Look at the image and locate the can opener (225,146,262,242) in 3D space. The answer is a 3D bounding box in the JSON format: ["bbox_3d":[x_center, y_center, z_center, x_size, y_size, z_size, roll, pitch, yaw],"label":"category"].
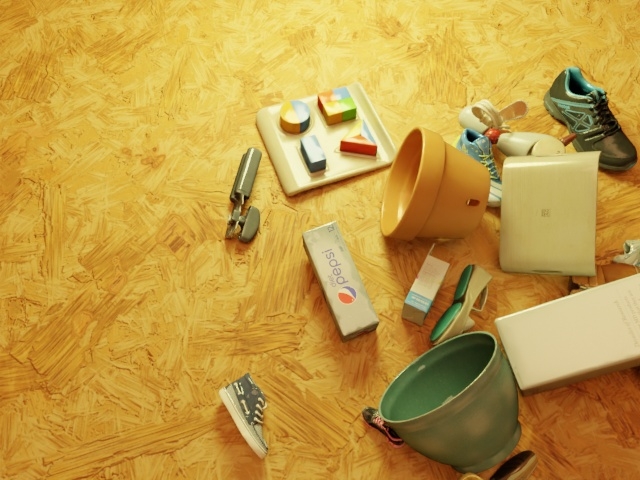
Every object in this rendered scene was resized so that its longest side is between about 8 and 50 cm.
[{"bbox_3d":[-0.202,-0.124,1.555,0.095,0.076,0.283,24,61,-21],"label":"can opener"}]

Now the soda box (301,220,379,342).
[{"bbox_3d":[0.046,0.102,1.388,0.098,0.091,0.286,-21,70,-8],"label":"soda box"}]

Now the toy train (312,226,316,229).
[{"bbox_3d":[0.000,0.000,1.494,0.017,0.023,0.083,-26,64,-10],"label":"toy train"}]

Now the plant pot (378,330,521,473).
[{"bbox_3d":[0.298,0.361,1.176,0.293,0.293,0.196,-36,94,-15],"label":"plant pot"}]

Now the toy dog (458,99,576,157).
[{"bbox_3d":[0.561,-0.296,1.527,0.334,0.220,0.161,44,83,2],"label":"toy dog"}]

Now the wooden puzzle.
[{"bbox_3d":[0.012,-0.319,1.625,0.348,0.080,0.322,-20,64,-7],"label":"wooden puzzle"}]

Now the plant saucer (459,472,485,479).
[{"bbox_3d":[0.346,0.682,1.070,0.333,0.081,0.332,31,83,16],"label":"plant saucer"}]

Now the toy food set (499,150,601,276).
[{"bbox_3d":[0.571,-0.066,1.378,0.220,0.092,0.306,2,90,33],"label":"toy food set"}]

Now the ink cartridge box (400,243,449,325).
[{"bbox_3d":[0.268,0.110,1.380,0.062,0.104,0.181,24,67,14],"label":"ink cartridge box"}]

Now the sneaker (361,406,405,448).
[{"bbox_3d":[0.145,0.419,1.255,0.119,0.057,0.047,36,72,20],"label":"sneaker"}]

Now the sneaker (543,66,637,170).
[{"bbox_3d":[0.769,-0.343,1.569,0.125,0.139,0.340,-28,66,-13],"label":"sneaker"}]

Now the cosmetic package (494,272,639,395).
[{"bbox_3d":[0.624,0.190,1.181,0.453,0.230,0.161,-20,66,14],"label":"cosmetic package"}]

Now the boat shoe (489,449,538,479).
[{"bbox_3d":[0.402,0.535,1.186,0.190,0.068,0.072,-40,80,-4],"label":"boat shoe"}]

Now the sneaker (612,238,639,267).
[{"bbox_3d":[0.834,0.016,1.424,0.191,0.071,0.083,-33,61,-14],"label":"sneaker"}]

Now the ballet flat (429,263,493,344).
[{"bbox_3d":[0.357,0.169,1.366,0.086,0.086,0.248,27,66,15],"label":"ballet flat"}]

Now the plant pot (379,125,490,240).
[{"bbox_3d":[0.297,-0.125,1.418,0.204,0.291,0.290,14,63,-8],"label":"plant pot"}]

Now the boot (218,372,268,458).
[{"bbox_3d":[-0.154,0.398,1.272,0.086,0.069,0.190,-34,65,-11],"label":"boot"}]

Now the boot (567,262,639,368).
[{"bbox_3d":[0.705,0.188,1.325,0.220,0.109,0.283,5,77,15],"label":"boot"}]

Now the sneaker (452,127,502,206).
[{"bbox_3d":[0.439,-0.208,1.522,0.091,0.126,0.240,-24,64,-9],"label":"sneaker"}]
